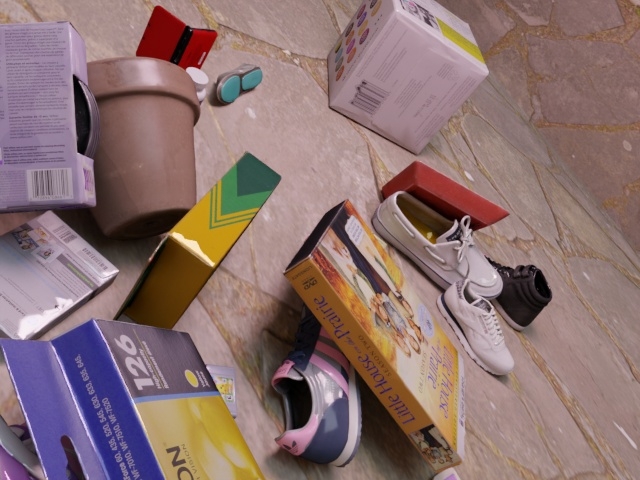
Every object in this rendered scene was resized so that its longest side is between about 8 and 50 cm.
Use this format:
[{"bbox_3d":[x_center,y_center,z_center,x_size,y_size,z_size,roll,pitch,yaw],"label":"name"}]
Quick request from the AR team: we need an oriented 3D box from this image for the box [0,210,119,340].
[{"bbox_3d":[-0.404,0.052,0.766,0.145,0.038,0.186,41,36,-1],"label":"box"}]

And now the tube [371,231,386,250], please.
[{"bbox_3d":[0.103,0.046,1.203,0.062,0.070,0.240,-3,32,14],"label":"tube"}]

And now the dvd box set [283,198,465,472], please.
[{"bbox_3d":[0.119,0.148,0.973,0.420,0.062,0.307,54,24,-9],"label":"dvd box set"}]

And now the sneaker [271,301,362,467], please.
[{"bbox_3d":[-0.016,0.199,0.898,0.131,0.112,0.319,22,40,-29],"label":"sneaker"}]

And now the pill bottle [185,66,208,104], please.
[{"bbox_3d":[-0.283,-0.302,1.150,0.067,0.120,0.067,24,41,-23],"label":"pill bottle"}]

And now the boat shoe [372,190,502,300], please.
[{"bbox_3d":[0.308,0.001,1.305,0.367,0.156,0.136,39,56,1],"label":"boat shoe"}]

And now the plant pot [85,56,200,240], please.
[{"bbox_3d":[-0.302,-0.131,0.888,0.263,0.263,0.229,-9,77,-46],"label":"plant pot"}]

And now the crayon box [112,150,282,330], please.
[{"bbox_3d":[-0.190,0.015,0.856,0.081,0.202,0.318,37,39,-6],"label":"crayon box"}]

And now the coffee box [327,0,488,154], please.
[{"bbox_3d":[0.249,-0.545,1.673,0.338,0.337,0.334,23,41,-22],"label":"coffee box"}]

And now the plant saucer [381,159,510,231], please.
[{"bbox_3d":[0.294,-0.084,1.364,0.259,0.258,0.048,28,76,-7],"label":"plant saucer"}]

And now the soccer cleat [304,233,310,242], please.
[{"bbox_3d":[0.000,0.000,1.177,0.083,0.029,0.035,-7,54,-50],"label":"soccer cleat"}]

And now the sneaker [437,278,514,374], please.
[{"bbox_3d":[0.370,0.200,1.249,0.235,0.095,0.090,52,37,12],"label":"sneaker"}]

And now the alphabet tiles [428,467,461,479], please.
[{"bbox_3d":[0.249,0.526,0.883,0.278,0.021,0.284,-6,57,-44],"label":"alphabet tiles"}]

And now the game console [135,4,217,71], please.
[{"bbox_3d":[-0.324,-0.442,1.232,0.124,0.144,0.085,-20,69,-49],"label":"game console"}]

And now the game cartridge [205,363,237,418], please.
[{"bbox_3d":[-0.155,0.228,0.828,0.056,0.017,0.083,13,46,-27],"label":"game cartridge"}]

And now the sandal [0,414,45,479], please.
[{"bbox_3d":[-0.340,0.260,0.509,0.416,0.102,0.169,44,81,9],"label":"sandal"}]

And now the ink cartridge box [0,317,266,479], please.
[{"bbox_3d":[-0.184,0.234,0.633,0.303,0.072,0.307,58,4,19],"label":"ink cartridge box"}]

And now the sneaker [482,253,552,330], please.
[{"bbox_3d":[0.475,0.080,1.415,0.296,0.147,0.104,50,40,12],"label":"sneaker"}]

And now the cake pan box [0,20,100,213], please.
[{"bbox_3d":[-0.439,-0.158,0.726,0.267,0.070,0.246,-6,90,-5],"label":"cake pan box"}]

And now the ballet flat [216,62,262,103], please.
[{"bbox_3d":[-0.219,-0.392,1.354,0.068,0.072,0.213,19,34,15],"label":"ballet flat"}]

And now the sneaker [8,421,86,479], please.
[{"bbox_3d":[-0.264,0.280,0.625,0.236,0.095,0.104,44,30,4],"label":"sneaker"}]
